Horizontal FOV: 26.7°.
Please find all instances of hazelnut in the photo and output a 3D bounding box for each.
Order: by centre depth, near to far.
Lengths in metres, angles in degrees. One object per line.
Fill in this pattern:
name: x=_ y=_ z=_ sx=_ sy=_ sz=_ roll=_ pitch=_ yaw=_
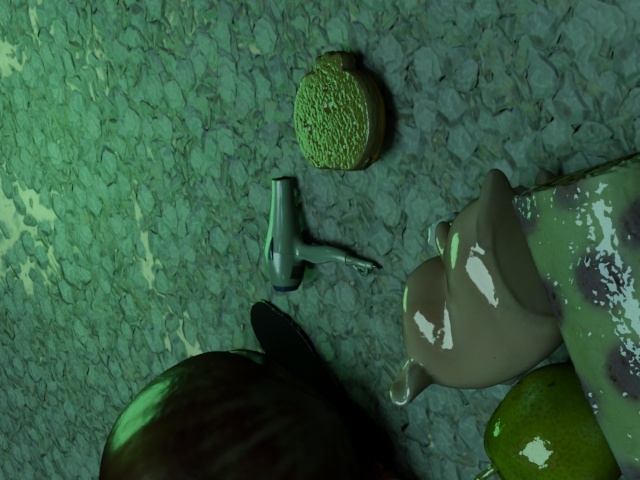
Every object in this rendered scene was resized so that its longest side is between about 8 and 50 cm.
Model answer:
hazelnut: x=-0.113 y=0.385 z=1.984 sx=0.429 sy=0.402 sz=0.402 roll=54 pitch=141 yaw=35

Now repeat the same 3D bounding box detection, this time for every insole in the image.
insole: x=-0.002 y=0.221 z=2.046 sx=0.348 sy=0.009 sz=0.119 roll=46 pitch=138 yaw=28

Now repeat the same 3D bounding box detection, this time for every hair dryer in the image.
hair dryer: x=-0.010 y=-0.018 z=1.917 sx=0.199 sy=0.067 sz=0.167 roll=-13 pitch=91 yaw=42

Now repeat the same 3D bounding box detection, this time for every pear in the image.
pear: x=0.257 y=0.237 z=1.567 sx=0.180 sy=0.216 sz=0.166 roll=134 pitch=112 yaw=-87

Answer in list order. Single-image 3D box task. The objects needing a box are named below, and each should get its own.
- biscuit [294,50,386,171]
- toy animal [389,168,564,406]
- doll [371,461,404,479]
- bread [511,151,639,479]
biscuit: x=0.030 y=-0.173 z=1.790 sx=0.170 sy=0.050 sz=0.170 roll=17 pitch=112 yaw=50
toy animal: x=0.189 y=0.062 z=1.590 sx=0.256 sy=0.195 sz=0.213 roll=-42 pitch=60 yaw=54
doll: x=0.134 y=0.428 z=1.925 sx=0.245 sy=0.076 sz=0.142 roll=60 pitch=143 yaw=4
bread: x=0.343 y=0.080 z=1.432 sx=0.187 sy=0.155 sz=0.338 roll=-21 pitch=92 yaw=50
